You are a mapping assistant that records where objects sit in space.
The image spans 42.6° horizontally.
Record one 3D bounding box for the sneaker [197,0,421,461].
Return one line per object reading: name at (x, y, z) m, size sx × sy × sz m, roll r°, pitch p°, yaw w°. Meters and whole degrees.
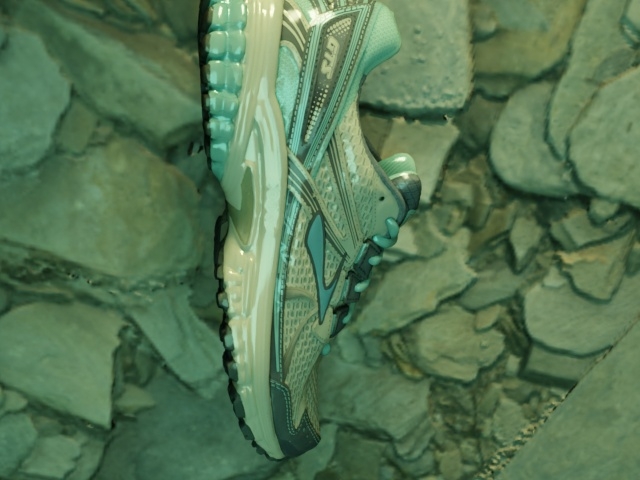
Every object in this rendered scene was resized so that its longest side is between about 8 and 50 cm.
sneaker at (0.000, 0.000, 0.464) m, size 0.122 × 0.110 × 0.283 m, roll -4°, pitch 111°, yaw -6°
